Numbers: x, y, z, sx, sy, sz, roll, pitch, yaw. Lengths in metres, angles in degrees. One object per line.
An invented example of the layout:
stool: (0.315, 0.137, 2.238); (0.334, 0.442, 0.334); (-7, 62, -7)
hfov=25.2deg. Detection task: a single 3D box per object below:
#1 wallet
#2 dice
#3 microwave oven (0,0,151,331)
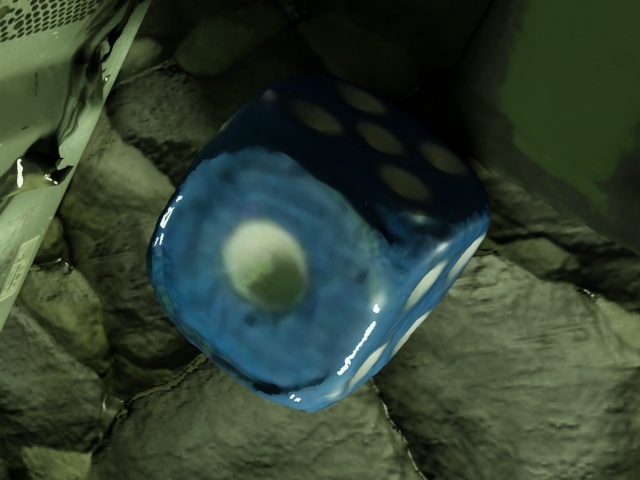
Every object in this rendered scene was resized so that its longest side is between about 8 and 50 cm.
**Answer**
wallet: (0.243, -0.078, 0.742); (0.323, 0.041, 0.247); (34, 114, 12)
dice: (0.000, 0.000, 0.806); (0.143, 0.146, 0.146); (39, 117, 9)
microwave oven: (-0.306, -0.112, 0.848); (0.374, 0.236, 0.432); (33, 116, 9)
